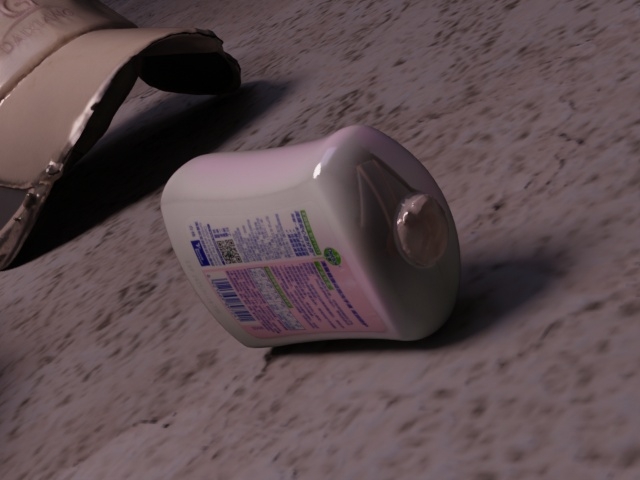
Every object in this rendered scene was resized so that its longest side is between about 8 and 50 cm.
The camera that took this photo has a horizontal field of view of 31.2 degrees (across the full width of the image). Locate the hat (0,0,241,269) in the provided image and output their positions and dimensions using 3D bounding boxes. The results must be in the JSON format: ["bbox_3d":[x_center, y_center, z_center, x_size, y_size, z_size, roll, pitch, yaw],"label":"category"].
[{"bbox_3d":[-0.190,-0.101,0.778,0.232,0.161,0.275,-46,27,-27],"label":"hat"}]

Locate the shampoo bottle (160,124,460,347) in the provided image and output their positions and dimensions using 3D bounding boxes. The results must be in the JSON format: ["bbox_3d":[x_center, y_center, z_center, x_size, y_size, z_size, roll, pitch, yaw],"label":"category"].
[{"bbox_3d":[0.000,0.000,0.366,0.099,0.072,0.043,-8,28,47],"label":"shampoo bottle"}]
